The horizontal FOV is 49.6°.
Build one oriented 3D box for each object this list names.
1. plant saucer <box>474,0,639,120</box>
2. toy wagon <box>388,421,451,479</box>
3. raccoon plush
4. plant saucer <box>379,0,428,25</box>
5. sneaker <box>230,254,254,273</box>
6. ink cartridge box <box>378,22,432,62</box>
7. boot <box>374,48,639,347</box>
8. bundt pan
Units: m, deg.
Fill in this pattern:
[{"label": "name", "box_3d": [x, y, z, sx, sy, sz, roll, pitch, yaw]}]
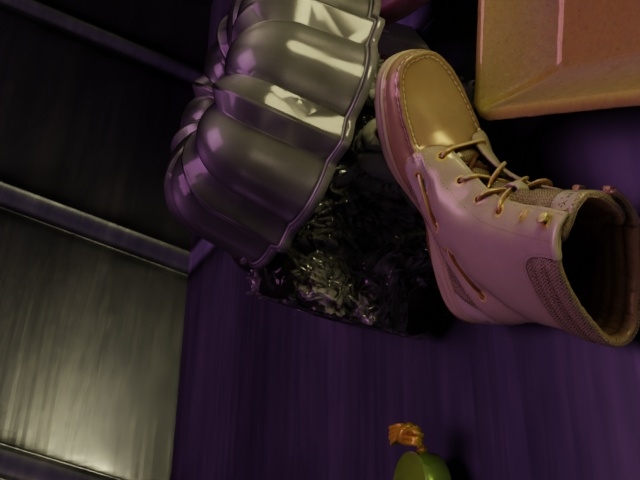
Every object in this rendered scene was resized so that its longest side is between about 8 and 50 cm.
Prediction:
[{"label": "plant saucer", "box_3d": [0.227, -0.257, 0.475, 0.333, 0.081, 0.332, -158, 67, -72]}, {"label": "toy wagon", "box_3d": [0.098, 0.354, 0.666, 0.267, 0.068, 0.344, 149, 129, -67]}, {"label": "raccoon plush", "box_3d": [0.030, -0.051, 0.881, 0.446, 0.216, 0.299, 172, 114, -72]}, {"label": "plant saucer", "box_3d": [0.110, -0.417, 0.812, 0.332, 0.084, 0.332, -40, 36, 38]}, {"label": "sneaker", "box_3d": [-0.037, -0.165, 1.254, 0.257, 0.169, 0.447, -101, 33, -67]}, {"label": "ink cartridge box", "box_3d": [0.027, -0.196, 0.976, 0.100, 0.172, 0.237, -105, 29, -52]}, {"label": "boot", "box_3d": [0.144, -0.044, 0.556, 0.203, 0.095, 0.262, 4, 113, 71]}, {"label": "bundt pan", "box_3d": [-0.070, -0.143, 0.740, 0.331, 0.124, 0.331, -52, 25, 37]}]
